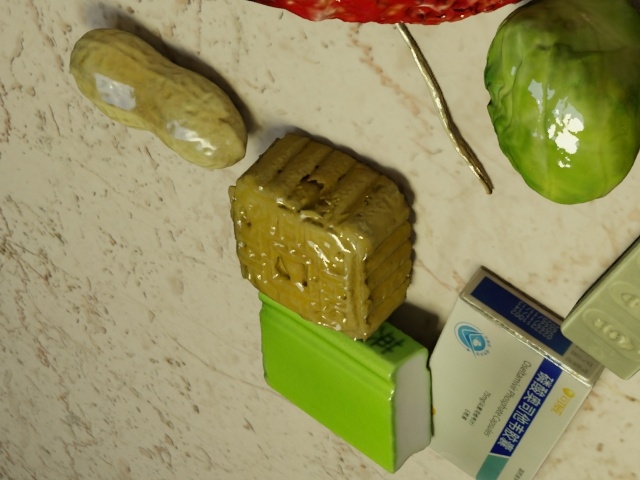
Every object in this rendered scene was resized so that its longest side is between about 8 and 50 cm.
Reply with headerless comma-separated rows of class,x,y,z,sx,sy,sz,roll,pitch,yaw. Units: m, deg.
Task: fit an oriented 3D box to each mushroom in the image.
mushroom,0.127,-0.167,1.507,0.286,0.026,0.028,53,160,-18

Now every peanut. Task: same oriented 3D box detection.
peanut,-0.212,-0.180,1.747,0.274,0.111,0.125,34,149,14

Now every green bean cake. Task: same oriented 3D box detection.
green bean cake,0.000,0.000,1.710,0.224,0.131,0.230,25,141,26

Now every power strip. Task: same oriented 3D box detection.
power strip,0.365,0.063,1.471,0.105,0.070,0.257,39,146,7

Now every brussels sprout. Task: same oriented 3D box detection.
brussels sprout,0.240,-0.138,1.266,0.161,0.223,0.223,-13,126,7

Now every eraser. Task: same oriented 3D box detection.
eraser,0.030,0.172,1.842,0.274,0.092,0.210,33,141,37

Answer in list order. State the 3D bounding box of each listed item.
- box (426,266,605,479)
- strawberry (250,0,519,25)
box,0.235,0.201,1.748,0.200,0.065,0.343,35,145,14
strawberry,0.061,-0.335,1.220,0.292,0.310,0.292,171,90,-67
